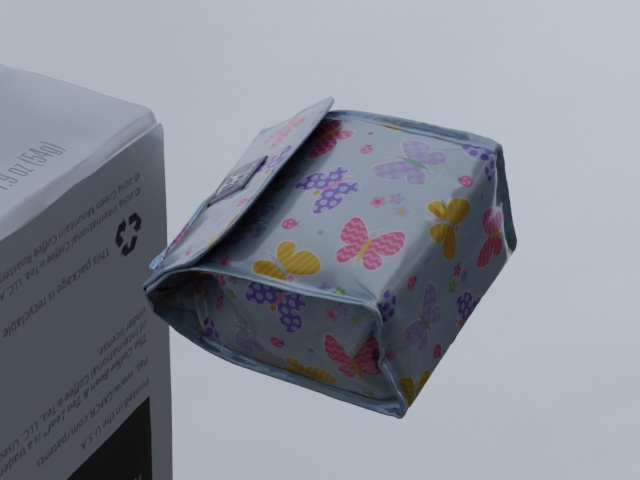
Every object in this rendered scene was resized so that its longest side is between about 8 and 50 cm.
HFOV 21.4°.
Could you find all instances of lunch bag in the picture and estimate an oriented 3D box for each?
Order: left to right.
[{"bbox_3d":[0.000,0.000,0.458,0.083,0.071,0.053,15,-40,32],"label":"lunch bag"}]

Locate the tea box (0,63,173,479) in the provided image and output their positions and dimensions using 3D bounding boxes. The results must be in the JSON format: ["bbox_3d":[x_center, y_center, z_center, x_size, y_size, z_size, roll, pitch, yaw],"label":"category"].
[{"bbox_3d":[-0.277,0.068,0.663,0.323,0.329,0.220,16,-55,22],"label":"tea box"}]
